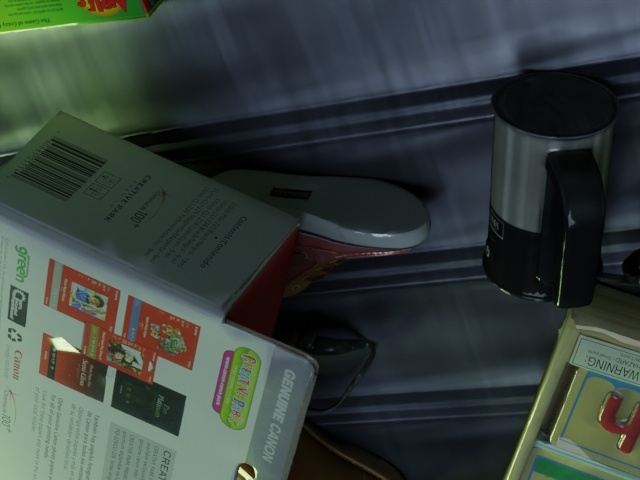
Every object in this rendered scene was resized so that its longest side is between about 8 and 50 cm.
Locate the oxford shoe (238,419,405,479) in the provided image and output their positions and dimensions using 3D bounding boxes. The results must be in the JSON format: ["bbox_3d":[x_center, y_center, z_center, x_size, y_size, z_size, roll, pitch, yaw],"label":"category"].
[{"bbox_3d":[-0.035,0.191,1.278,0.212,0.076,0.076,22,132,7],"label":"oxford shoe"}]

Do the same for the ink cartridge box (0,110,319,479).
[{"bbox_3d":[-0.125,0.105,1.147,0.272,0.130,0.309,25,131,11],"label":"ink cartridge box"}]

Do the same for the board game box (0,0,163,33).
[{"bbox_3d":[-0.205,-0.197,1.073,0.181,0.043,0.092,-2,124,23],"label":"board game box"}]

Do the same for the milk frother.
[{"bbox_3d":[0.189,-0.031,1.022,0.143,0.129,0.134,-17,130,-20],"label":"milk frother"}]

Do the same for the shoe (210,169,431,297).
[{"bbox_3d":[0.000,0.000,1.131,0.178,0.063,0.081,8,129,22],"label":"shoe"}]

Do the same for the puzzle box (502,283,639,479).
[{"bbox_3d":[0.345,0.205,1.153,0.409,0.052,0.272,19,130,7],"label":"puzzle box"}]

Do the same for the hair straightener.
[{"bbox_3d":[-0.064,0.102,1.248,0.230,0.047,0.089,-2,124,18],"label":"hair straightener"}]
